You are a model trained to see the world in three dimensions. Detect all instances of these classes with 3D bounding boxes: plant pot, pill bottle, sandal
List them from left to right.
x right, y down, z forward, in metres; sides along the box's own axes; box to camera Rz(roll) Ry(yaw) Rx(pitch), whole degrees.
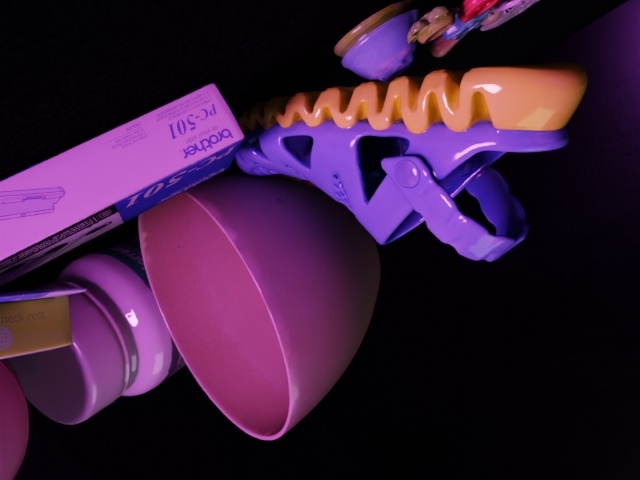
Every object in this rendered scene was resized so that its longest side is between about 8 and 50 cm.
[{"bbox_3d":[-0.243,0.092,0.858,0.204,0.204,0.361,-28,-177,36],"label":"pill bottle"},{"bbox_3d":[-0.047,0.042,0.660,0.191,0.284,0.284,-26,179,-33],"label":"plant pot"},{"bbox_3d":[0.046,-0.059,0.483,0.126,0.138,0.318,-18,-162,-42],"label":"sandal"}]

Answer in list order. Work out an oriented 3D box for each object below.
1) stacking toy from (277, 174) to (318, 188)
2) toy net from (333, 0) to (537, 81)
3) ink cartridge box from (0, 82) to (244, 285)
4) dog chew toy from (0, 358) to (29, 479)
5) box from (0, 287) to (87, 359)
[{"bbox_3d":[0.000,0.000,0.905,0.131,0.279,0.309,5,-174,-1],"label":"stacking toy"},{"bbox_3d":[0.122,-0.197,0.490,0.232,0.045,0.122,-33,-179,-29],"label":"toy net"},{"bbox_3d":[-0.156,-0.031,0.406,0.207,0.046,0.097,-30,-177,-15],"label":"ink cartridge box"},{"bbox_3d":[-0.423,0.190,0.643,0.207,0.206,0.332,-30,-170,-20],"label":"dog chew toy"},{"bbox_3d":[-0.259,0.064,0.404,0.178,0.042,0.109,-9,177,28],"label":"box"}]
